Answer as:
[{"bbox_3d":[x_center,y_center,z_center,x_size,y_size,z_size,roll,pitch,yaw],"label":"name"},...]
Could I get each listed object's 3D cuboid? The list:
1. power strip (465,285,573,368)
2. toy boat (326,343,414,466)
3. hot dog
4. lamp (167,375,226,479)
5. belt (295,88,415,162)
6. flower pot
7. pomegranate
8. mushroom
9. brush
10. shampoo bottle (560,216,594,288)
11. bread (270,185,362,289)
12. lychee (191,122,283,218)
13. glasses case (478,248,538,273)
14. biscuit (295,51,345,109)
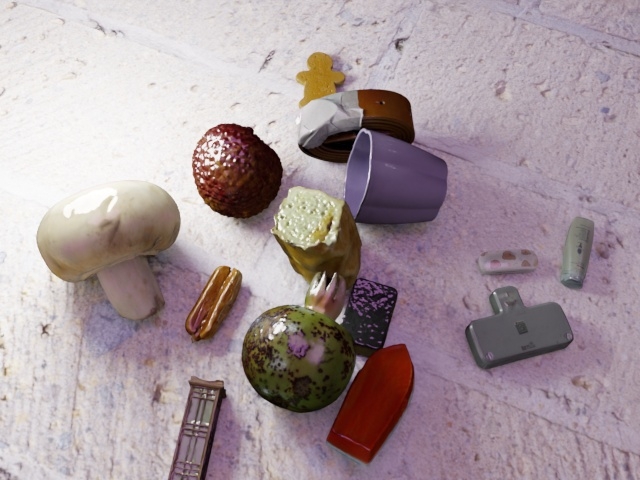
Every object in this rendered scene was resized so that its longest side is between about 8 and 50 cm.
[{"bbox_3d":[0.505,0.214,1.874,0.264,0.059,0.194,-12,65,-10],"label":"power strip"},{"bbox_3d":[0.136,0.387,1.729,0.145,0.133,0.332,24,51,17],"label":"toy boat"},{"bbox_3d":[-0.277,0.167,1.865,0.092,0.062,0.236,23,59,10],"label":"hot dog"},{"bbox_3d":[-0.293,0.485,1.666,0.090,0.089,0.325,7,60,2],"label":"lamp"},{"bbox_3d":[0.099,-0.325,2.076,0.338,0.217,0.122,-4,60,2],"label":"belt"},{"bbox_3d":[0.207,-0.155,1.980,0.243,0.265,0.265,12,59,-13],"label":"flower pot"},{"bbox_3d":[-0.033,0.230,1.710,0.285,0.285,0.341,19,69,8],"label":"pomegranate"},{"bbox_3d":[-0.536,0.000,1.842,0.325,0.353,0.353,17,58,30],"label":"mushroom"},{"bbox_3d":[0.121,0.198,1.866,0.123,0.059,0.197,15,60,9],"label":"brush"},{"bbox_3d":[0.713,0.033,1.995,0.072,0.049,0.212,18,61,3],"label":"shampoo bottle"},{"bbox_3d":[-0.004,-0.003,1.849,0.196,0.252,0.239,-3,52,18],"label":"bread"},{"bbox_3d":[-0.233,-0.191,1.970,0.260,0.261,0.261,1,60,-2],"label":"lychee"},{"bbox_3d":[0.515,0.058,1.975,0.164,0.041,0.063,-3,60,-5],"label":"glasses case"},{"bbox_3d":[-0.001,-0.498,2.276,0.158,0.035,0.240,3,60,-4],"label":"biscuit"}]
